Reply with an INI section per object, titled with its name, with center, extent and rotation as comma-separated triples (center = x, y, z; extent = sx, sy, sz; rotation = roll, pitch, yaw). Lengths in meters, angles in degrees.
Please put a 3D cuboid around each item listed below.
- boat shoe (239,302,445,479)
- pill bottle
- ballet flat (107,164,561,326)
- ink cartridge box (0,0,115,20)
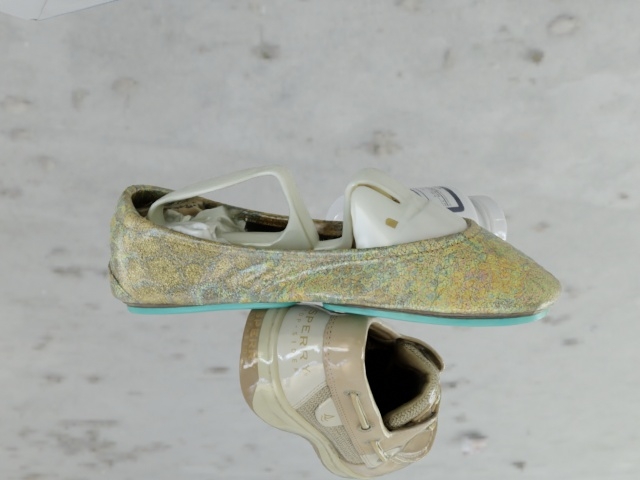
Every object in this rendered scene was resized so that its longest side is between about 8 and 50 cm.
[boat shoe]
center = 0.050, 0.136, 0.950
extent = 0.110, 0.121, 0.341
rotation = -4, 162, 23
[pill bottle]
center = 0.097, -0.005, 1.097
extent = 0.169, 0.094, 0.094
rotation = -5, 160, -32
[ballet flat]
center = 0.000, 0.000, 0.829
extent = 0.349, 0.123, 0.123
rotation = 1, 158, 17
[ink cartridge box]
center = -0.322, -0.441, 1.086
extent = 0.151, 0.395, 0.270
rotation = -8, 178, 20
